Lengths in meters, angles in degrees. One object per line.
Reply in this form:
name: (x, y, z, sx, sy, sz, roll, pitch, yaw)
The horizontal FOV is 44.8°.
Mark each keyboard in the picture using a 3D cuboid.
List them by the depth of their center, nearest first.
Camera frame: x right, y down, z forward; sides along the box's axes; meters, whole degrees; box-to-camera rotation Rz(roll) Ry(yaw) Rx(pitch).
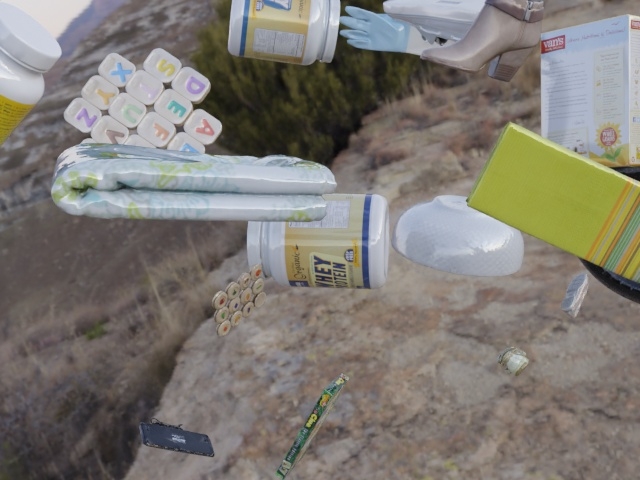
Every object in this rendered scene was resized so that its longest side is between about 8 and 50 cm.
keyboard: (-0.357, 0.490, 1.900, 0.038, 0.192, 0.100, -56, 33, 19)

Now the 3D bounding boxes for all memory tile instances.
memory tile: (-0.163, 0.121, 1.572, 0.012, 0.113, 0.148, 23, 42, 28)

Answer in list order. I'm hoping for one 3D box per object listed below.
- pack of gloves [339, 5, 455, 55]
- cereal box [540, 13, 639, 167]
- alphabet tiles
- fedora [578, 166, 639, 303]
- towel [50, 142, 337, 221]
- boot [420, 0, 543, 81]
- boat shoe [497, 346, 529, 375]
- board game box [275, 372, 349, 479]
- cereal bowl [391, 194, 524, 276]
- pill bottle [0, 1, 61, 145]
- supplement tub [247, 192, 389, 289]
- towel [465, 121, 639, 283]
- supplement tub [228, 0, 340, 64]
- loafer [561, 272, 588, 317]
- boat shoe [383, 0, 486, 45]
pack of gloves: (0.151, -0.452, 1.455, 0.232, 0.195, 0.046, 8, 31, 2)
cereal box: (0.449, -0.239, 1.294, 0.047, 0.240, 0.173, -3, 5, -36)
alphabet tiles: (-0.349, -0.234, 1.520, 0.284, 0.278, 0.021, -55, -5, -7)
fedora: (0.624, -0.034, 1.397, 0.334, 0.334, 0.152, -4, 25, 41)
towel: (-0.194, -0.090, 1.137, 0.375, 0.090, 0.320, 0, 8, -18)
boot: (0.161, -0.206, 0.756, 0.119, 0.086, 0.042, 5, 24, -26)
boat shoe: (0.386, 0.240, 1.582, 0.056, 0.048, 0.153, -51, -6, 6)
board game box: (-0.018, 0.446, 1.873, 0.030, 0.259, 0.136, 32, 18, 10)
cereal bowl: (0.358, -0.028, 1.990, 0.339, 0.141, 0.339, 7, 18, -2)
pill bottle: (-0.652, -0.279, 1.473, 0.334, 0.188, 0.188, -43, 10, 16)
supplement tub: (0.000, 0.000, 1.844, 0.316, 0.228, 0.228, 1, 19, 9)
towel: (0.283, -0.038, 0.845, 0.237, 0.102, 0.021, 23, 13, -11)
supplement tub: (-0.071, -0.414, 1.483, 0.200, 0.144, 0.144, 6, 14, -7)
loafer: (0.621, 0.134, 1.884, 0.045, 0.039, 0.125, -16, 30, 53)
boat shoe: (0.161, -0.294, 1.045, 0.184, 0.063, 0.066, 18, 38, 37)
